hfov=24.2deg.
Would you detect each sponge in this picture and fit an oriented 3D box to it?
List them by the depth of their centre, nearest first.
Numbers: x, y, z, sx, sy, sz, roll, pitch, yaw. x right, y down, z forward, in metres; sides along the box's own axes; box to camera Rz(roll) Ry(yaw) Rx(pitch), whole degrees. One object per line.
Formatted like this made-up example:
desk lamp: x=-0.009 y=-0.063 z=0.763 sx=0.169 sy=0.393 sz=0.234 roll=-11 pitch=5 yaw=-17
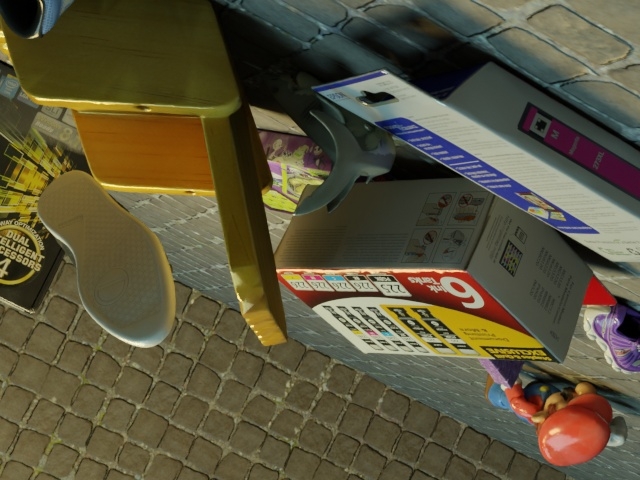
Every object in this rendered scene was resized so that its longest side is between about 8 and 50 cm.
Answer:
sponge: x=0.271 y=0.136 z=2.146 sx=0.031 sy=0.117 sz=0.210 roll=23 pitch=170 yaw=22

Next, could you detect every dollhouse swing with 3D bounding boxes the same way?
dollhouse swing: x=-0.189 y=-0.059 z=1.610 sx=0.315 sy=0.305 sz=0.347 roll=3 pitch=168 yaw=4

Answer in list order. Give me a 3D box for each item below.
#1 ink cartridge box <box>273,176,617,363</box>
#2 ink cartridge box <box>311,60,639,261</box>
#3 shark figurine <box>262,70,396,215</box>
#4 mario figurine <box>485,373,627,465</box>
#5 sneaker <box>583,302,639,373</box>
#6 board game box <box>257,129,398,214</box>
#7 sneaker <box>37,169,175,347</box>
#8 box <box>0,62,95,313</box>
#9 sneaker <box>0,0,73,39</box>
ink cartridge box: x=0.146 y=0.053 z=1.752 sx=0.309 sy=0.130 sz=0.272 roll=-1 pitch=147 yaw=46
ink cartridge box: x=0.185 y=-0.082 z=1.376 sx=0.370 sy=0.069 sz=0.175 roll=26 pitch=171 yaw=-19
shark figurine: x=0.024 y=-0.076 z=1.479 sx=0.166 sy=0.116 sz=0.278 roll=21 pitch=-164 yaw=-17
mario figurine: x=0.424 y=0.282 z=2.646 sx=0.198 sy=0.170 sz=0.320 roll=-9 pitch=-167 yaw=-18
sneaker: x=0.404 y=0.129 z=1.946 sx=0.071 sy=0.068 sz=0.170 roll=8 pitch=161 yaw=41
board game box: x=-0.018 y=-0.078 z=1.949 sx=0.208 sy=0.056 sz=0.346 roll=28 pitch=170 yaw=-41
sneaker: x=-0.199 y=0.043 z=1.626 sx=0.147 sy=0.104 sz=0.296 roll=49 pitch=179 yaw=-43
box: x=-0.533 y=-0.113 z=2.225 sx=0.394 sy=0.318 sz=0.097 roll=27 pitch=171 yaw=-8
sneaker: x=-0.313 y=-0.281 z=1.317 sx=0.129 sy=0.147 sz=0.330 roll=18 pitch=167 yaw=33
